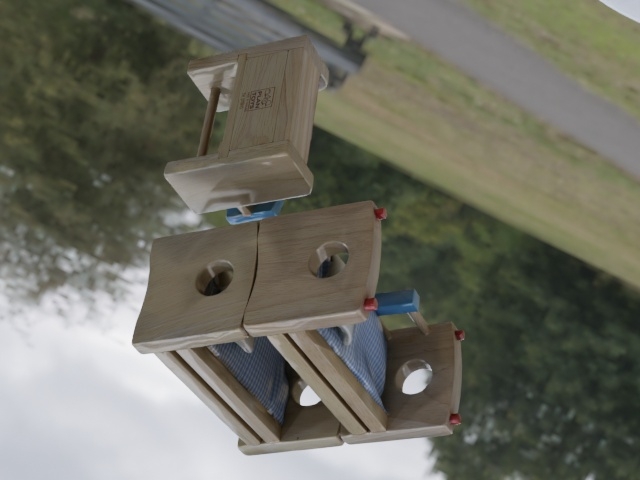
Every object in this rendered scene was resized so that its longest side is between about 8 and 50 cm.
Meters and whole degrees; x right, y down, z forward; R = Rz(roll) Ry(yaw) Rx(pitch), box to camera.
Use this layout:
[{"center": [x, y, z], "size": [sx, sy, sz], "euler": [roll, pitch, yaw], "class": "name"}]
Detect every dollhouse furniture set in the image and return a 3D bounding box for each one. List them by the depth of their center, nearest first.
[{"center": [0.000, 0.000, 0.773], "size": [0.129, 0.184, 0.129], "euler": [-9, 143, 23], "class": "dollhouse furniture set"}]

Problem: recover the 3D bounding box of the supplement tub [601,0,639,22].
[{"center": [0.244, -0.270, 0.674], "size": [0.207, 0.338, 0.207], "euler": [31, 161, 12], "class": "supplement tub"}]
